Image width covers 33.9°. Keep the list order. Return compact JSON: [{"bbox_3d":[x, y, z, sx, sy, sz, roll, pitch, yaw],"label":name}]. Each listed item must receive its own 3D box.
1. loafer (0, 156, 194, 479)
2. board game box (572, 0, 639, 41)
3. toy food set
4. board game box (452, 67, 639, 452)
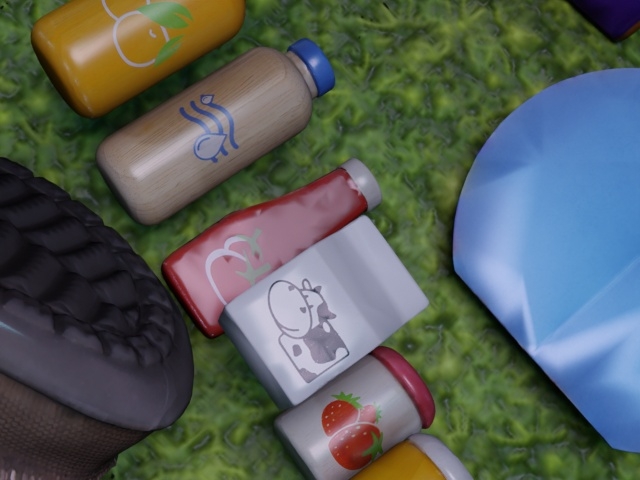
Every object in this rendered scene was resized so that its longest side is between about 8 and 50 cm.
[{"bbox_3d":[-0.222,0.013,0.367,0.365,0.134,0.130,20,103,3],"label":"loafer"},{"bbox_3d":[0.156,-0.367,0.372,0.356,0.356,0.356,42,76,0],"label":"board game box"},{"bbox_3d":[0.000,0.000,0.401,0.104,0.111,0.232,-34,85,-14],"label":"toy food set"},{"bbox_3d":[0.138,0.010,0.468,0.133,0.033,0.169,-41,84,-10],"label":"board game box"}]
